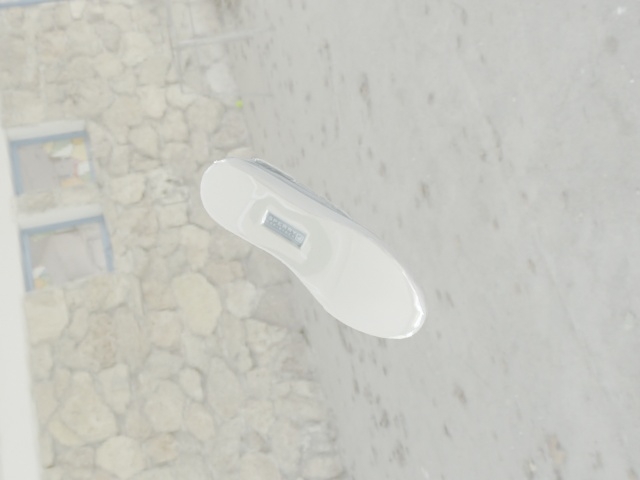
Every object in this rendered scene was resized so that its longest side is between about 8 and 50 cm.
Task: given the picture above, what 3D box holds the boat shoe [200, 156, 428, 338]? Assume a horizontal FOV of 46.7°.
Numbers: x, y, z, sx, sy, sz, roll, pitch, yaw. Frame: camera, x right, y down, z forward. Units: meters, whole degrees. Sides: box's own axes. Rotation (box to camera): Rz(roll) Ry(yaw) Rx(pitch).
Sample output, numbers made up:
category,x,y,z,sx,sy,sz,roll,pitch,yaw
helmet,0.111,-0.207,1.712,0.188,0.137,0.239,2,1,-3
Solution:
category,x,y,z,sx,sy,sz,roll,pitch,yaw
boat shoe,0.000,0.000,0.528,0.063,0.184,0.066,-37,-26,-62
